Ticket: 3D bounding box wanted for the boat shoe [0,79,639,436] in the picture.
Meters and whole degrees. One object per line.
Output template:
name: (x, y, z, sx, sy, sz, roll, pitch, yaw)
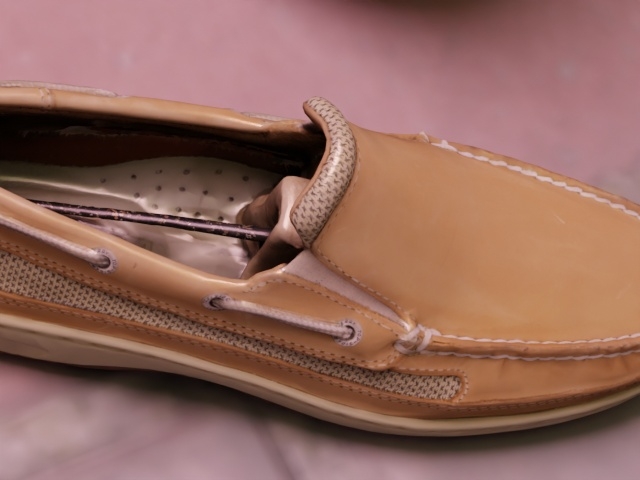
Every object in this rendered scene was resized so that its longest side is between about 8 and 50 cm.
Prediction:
boat shoe: (0.000, 0.000, 0.385, 0.190, 0.072, 0.068, 3, 61, -10)
